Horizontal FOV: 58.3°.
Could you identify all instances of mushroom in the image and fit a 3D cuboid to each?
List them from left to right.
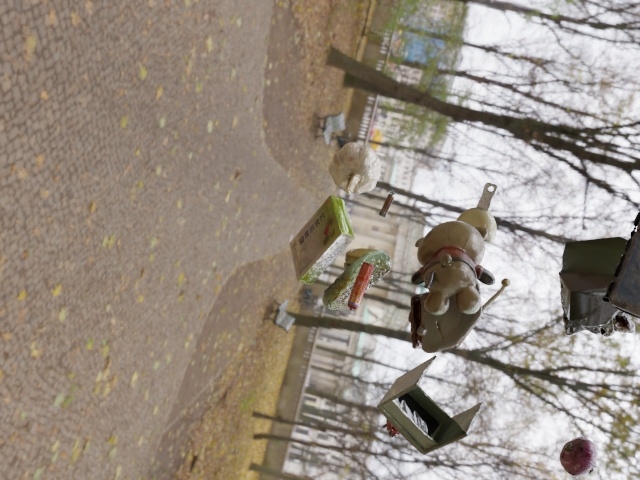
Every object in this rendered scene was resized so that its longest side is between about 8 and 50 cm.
[{"bbox_3d":[0.667,0.277,2.330,0.306,0.043,0.068,-52,149,2],"label":"mushroom"}]

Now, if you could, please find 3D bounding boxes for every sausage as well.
[{"bbox_3d":[0.098,0.118,1.438,0.034,0.034,0.130,97,15,-70],"label":"sausage"}]

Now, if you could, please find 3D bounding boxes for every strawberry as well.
[{"bbox_3d":[0.339,0.726,2.321,0.085,0.192,0.141,5,77,-76],"label":"strawberry"}]

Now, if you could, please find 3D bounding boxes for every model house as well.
[{"bbox_3d":[0.376,0.232,1.746,0.229,0.219,0.200,60,25,-81],"label":"model house"}]

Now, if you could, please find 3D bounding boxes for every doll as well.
[{"bbox_3d":[0.368,0.063,1.644,0.330,0.235,0.174,-70,144,-54],"label":"doll"}]

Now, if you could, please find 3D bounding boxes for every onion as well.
[{"bbox_3d":[0.747,0.624,1.647,0.115,0.104,0.115,-43,178,-2],"label":"onion"}]

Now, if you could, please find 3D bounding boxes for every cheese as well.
[{"bbox_3d":[0.550,-0.081,2.051,0.070,0.163,0.249,10,82,-49],"label":"cheese"}]

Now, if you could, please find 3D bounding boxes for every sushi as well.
[{"bbox_3d":[0.690,0.132,1.429,0.227,0.215,0.213,-83,166,-63],"label":"sushi"}]

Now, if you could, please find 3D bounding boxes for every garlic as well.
[{"bbox_3d":[0.113,-0.239,2.087,0.226,0.199,0.199,-65,170,-54],"label":"garlic"}]

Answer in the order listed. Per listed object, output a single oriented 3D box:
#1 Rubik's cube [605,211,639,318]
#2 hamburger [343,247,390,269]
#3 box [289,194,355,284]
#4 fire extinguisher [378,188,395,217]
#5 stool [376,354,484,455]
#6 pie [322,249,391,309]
[{"bbox_3d":[0.785,0.048,1.031,0.318,0.313,0.316,35,-70,60],"label":"Rubik's cube"},{"bbox_3d":[0.191,0.102,2.392,0.215,0.189,0.122,-68,165,-81],"label":"hamburger"},{"bbox_3d":[0.000,0.001,1.903,0.260,0.062,0.175,-49,-142,34],"label":"box"},{"bbox_3d":[0.197,-0.110,1.689,0.083,0.022,0.028,-66,-151,11],"label":"fire extinguisher"},{"bbox_3d":[0.385,0.587,2.040,0.170,0.243,0.270,-42,175,-43],"label":"stool"},{"bbox_3d":[0.105,0.115,1.639,0.240,0.054,0.240,-34,158,-16],"label":"pie"}]
